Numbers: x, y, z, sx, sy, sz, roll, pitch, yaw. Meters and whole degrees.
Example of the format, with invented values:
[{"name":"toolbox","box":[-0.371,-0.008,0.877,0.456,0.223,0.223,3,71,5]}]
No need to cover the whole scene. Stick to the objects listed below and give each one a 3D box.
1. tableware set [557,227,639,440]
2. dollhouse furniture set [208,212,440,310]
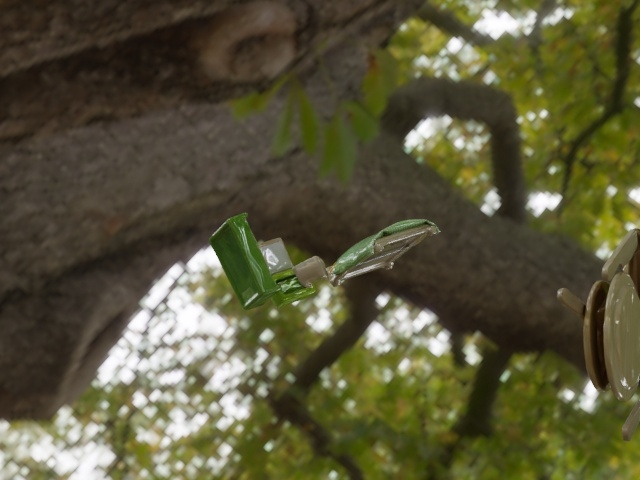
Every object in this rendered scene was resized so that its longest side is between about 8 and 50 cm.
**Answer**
[{"name":"tableware set","box":[0.212,0.045,1.073,0.039,0.194,0.128,-2,-72,26]},{"name":"dollhouse furniture set","box":[0.000,0.000,1.079,0.076,0.151,0.059,-41,-110,55]}]
